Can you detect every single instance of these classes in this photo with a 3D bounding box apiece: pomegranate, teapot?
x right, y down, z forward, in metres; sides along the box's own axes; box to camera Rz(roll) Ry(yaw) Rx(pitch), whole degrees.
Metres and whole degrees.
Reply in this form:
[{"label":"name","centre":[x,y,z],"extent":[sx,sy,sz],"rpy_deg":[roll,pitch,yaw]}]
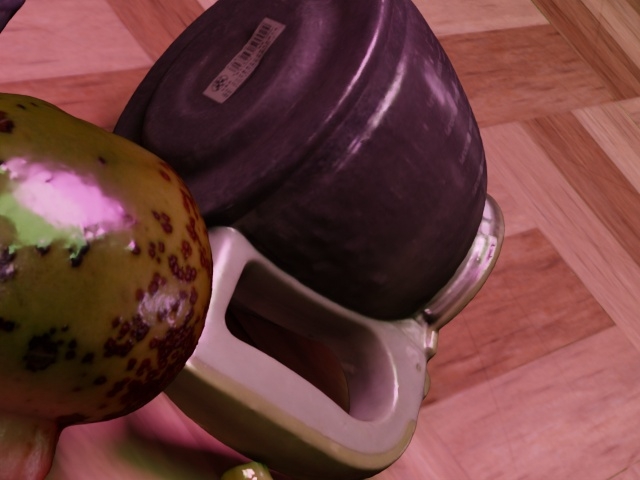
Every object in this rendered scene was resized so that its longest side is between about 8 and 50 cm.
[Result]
[{"label":"pomegranate","centre":[-0.165,0.049,0.948],"extent":[0.214,0.214,0.248],"rpy_deg":[14,74,-39]},{"label":"teapot","centre":[0.017,-0.016,1.170],"extent":[0.239,0.239,0.321],"rpy_deg":[43,15,-30]}]

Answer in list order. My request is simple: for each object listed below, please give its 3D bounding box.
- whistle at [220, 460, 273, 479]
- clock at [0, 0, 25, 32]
[{"label":"whistle","centre":[-0.002,0.212,1.036],"extent":[0.104,0.057,0.198],"rpy_deg":[5,48,-47]},{"label":"clock","centre":[-0.302,-0.219,0.870],"extent":[0.386,0.076,0.386],"rpy_deg":[43,14,-13]}]
